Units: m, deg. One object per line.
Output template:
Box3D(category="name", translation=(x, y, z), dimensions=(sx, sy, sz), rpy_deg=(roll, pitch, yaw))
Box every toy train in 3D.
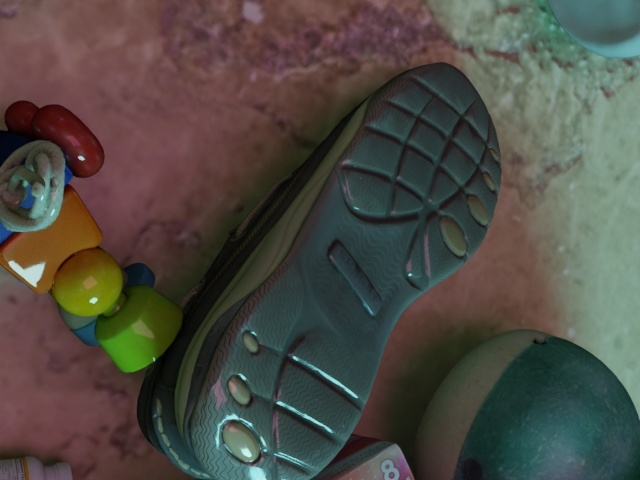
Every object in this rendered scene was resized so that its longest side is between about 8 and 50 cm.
Box3D(category="toy train", translation=(-0.126, 0.014, 0.447), dimensions=(0.105, 0.248, 0.143), rpy_deg=(-46, 117, -14))

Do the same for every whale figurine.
Box3D(category="whale figurine", translation=(0.154, 0.206, 0.651), dimensions=(0.216, 0.141, 0.272), rpy_deg=(-8, 112, -49))

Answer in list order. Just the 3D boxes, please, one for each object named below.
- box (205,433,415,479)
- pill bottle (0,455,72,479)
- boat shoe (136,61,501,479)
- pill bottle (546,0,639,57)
Box3D(category="box", translation=(-0.075, 0.248, 0.533), dimensions=(0.300, 0.154, 0.142), rpy_deg=(-25, 94, -23))
Box3D(category="pill bottle", translation=(-0.199, 0.158, 0.539), dimensions=(0.083, 0.043, 0.043), rpy_deg=(0, 96, -26))
Box3D(category="boat shoe", translation=(0.000, 0.000, 0.566), dimensions=(0.355, 0.130, 0.132), rpy_deg=(-49, 118, -38))
Box3D(category="pill bottle", translation=(0.336, -0.245, 0.679), dimensions=(0.301, 0.169, 0.169), rpy_deg=(-14, 102, -24))
